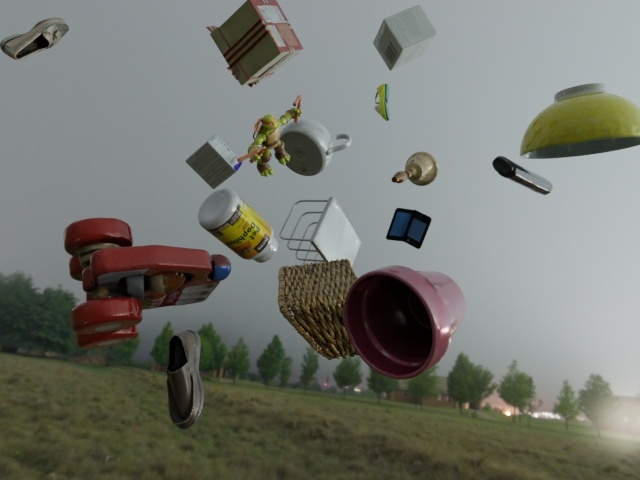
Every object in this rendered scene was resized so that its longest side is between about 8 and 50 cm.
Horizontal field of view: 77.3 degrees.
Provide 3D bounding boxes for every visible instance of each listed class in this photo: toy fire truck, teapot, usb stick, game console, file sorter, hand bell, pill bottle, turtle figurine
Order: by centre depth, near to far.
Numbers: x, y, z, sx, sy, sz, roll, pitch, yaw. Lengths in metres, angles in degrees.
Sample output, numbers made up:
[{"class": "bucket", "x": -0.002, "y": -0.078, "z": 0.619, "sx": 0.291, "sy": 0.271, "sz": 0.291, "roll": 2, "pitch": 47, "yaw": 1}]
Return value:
[{"class": "toy fire truck", "x": -0.303, "y": 0.073, "z": 0.721, "sx": 0.254, "sy": 0.169, "sz": 0.302, "roll": -6, "pitch": -20, "yaw": -31}, {"class": "pill bottle", "x": -0.201, "y": -0.028, "z": 1.025, "sx": 0.118, "sy": 0.117, "sz": 0.215, "roll": -4, "pitch": -33, "yaw": 31}, {"class": "turtle figurine", "x": -0.146, "y": -0.269, "z": 1.097, "sx": 0.087, "sy": 0.269, "sz": 0.217, "roll": 31, "pitch": -23, "yaw": 9}, {"class": "usb stick", "x": 0.573, "y": -0.180, "z": 1.126, "sx": 0.278, "sy": 0.077, "sz": 0.045, "roll": 8, "pitch": -49, "yaw": -40}, {"class": "game console", "x": 0.297, "y": -0.039, "z": 1.349, "sx": 0.107, "sy": 0.122, "sz": 0.071, "roll": 32, "pitch": 30, "yaw": 32}, {"class": "hand bell", "x": 0.301, "y": -0.229, "z": 1.367, "sx": 0.126, "sy": 0.126, "sz": 0.242, "roll": -8, "pitch": 11, "yaw": 37}, {"class": "file sorter", "x": 0.000, "y": 0.000, "z": 1.487, "sx": 0.173, "sy": 0.192, "sz": 0.277, "roll": 4, "pitch": -33, "yaw": 32}, {"class": "teapot", "x": -0.040, "y": -0.407, "z": 1.670, "sx": 0.256, "sy": 0.187, "sz": 0.252, "roll": 40, "pitch": -38, "yaw": -7}]

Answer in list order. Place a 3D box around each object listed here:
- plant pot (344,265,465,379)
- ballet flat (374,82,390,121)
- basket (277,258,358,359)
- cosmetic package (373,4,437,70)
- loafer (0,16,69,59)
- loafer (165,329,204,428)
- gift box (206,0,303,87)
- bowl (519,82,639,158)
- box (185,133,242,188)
[{"class": "plant pot", "x": 0.177, "y": 0.138, "z": 0.765, "sx": 0.180, "sy": 0.201, "sz": 0.202, "roll": -10, "pitch": -2, "yaw": -44}, {"class": "ballet flat", "x": 0.321, "y": -0.713, "z": 2.086, "sx": 0.077, "sy": 0.230, "sz": 0.077, "roll": -7, "pitch": -20, "yaw": 26}, {"class": "basket", "x": 0.001, "y": 0.199, "z": 1.116, "sx": 0.223, "sy": 0.213, "sz": 0.299, "roll": -7, "pitch": 18, "yaw": -5}, {"class": "cosmetic package", "x": 0.352, "y": -0.849, "z": 1.680, "sx": 0.184, "sy": 0.151, "sz": 0.151, "roll": -30, "pitch": -4, "yaw": -15}, {"class": "loafer", "x": -0.526, "y": -0.373, "z": 0.749, "sx": 0.039, "sy": 0.125, "sz": 0.045, "roll": 41, "pitch": -25, "yaw": 12}, {"class": "loafer", "x": -0.539, "y": 0.521, "z": 1.522, "sx": 0.134, "sy": 0.365, "sz": 0.130, "roll": -17, "pitch": -23, "yaw": 13}, {"class": "gift box", "x": -0.272, "y": -0.784, "z": 1.585, "sx": 0.258, "sy": 0.255, "sz": 0.276, "roll": -23, "pitch": 11, "yaw": 34}, {"class": "bowl", "x": 0.678, "y": -0.313, "z": 1.044, "sx": 0.290, "sy": 0.155, "sz": 0.289, "roll": -4, "pitch": 2, "yaw": 0}, {"class": "box", "x": -0.368, "y": -0.272, "z": 1.390, "sx": 0.126, "sy": 0.072, "sz": 0.137, "roll": -30, "pitch": -64, "yaw": 28}]
